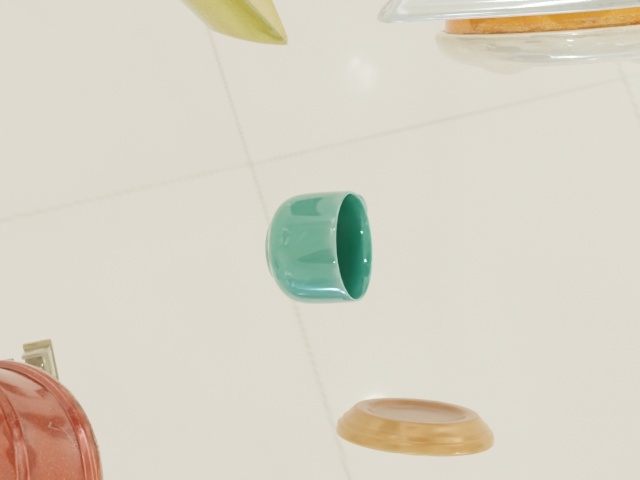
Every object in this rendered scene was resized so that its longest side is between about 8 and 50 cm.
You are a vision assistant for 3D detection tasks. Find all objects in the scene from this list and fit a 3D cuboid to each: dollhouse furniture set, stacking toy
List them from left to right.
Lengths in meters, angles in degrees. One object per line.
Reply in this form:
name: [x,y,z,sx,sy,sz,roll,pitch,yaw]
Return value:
dollhouse furniture set: [-0.421,0.217,1.536,0.182,0.101,0.161,-10,99,-6]
stacking toy: [0.304,-0.457,1.469,0.350,0.350,0.480,-9,104,-16]

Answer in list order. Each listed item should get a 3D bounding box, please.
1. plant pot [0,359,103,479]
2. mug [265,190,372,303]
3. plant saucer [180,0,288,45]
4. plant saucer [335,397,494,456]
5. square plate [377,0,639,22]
plant pot: [-0.337,0.180,0.810,0.272,0.265,0.272,-13,64,28]
mug: [-0.001,0.009,1.390,0.097,0.158,0.129,-4,89,20]
plant saucer: [-0.192,-0.414,1.466,0.081,0.333,0.333,-31,58,14]
plant saucer: [0.120,0.231,1.505,0.200,0.200,0.037,2,94,-13]
square plate: [0.236,-0.245,0.954,0.347,0.344,0.049,-3,113,13]
